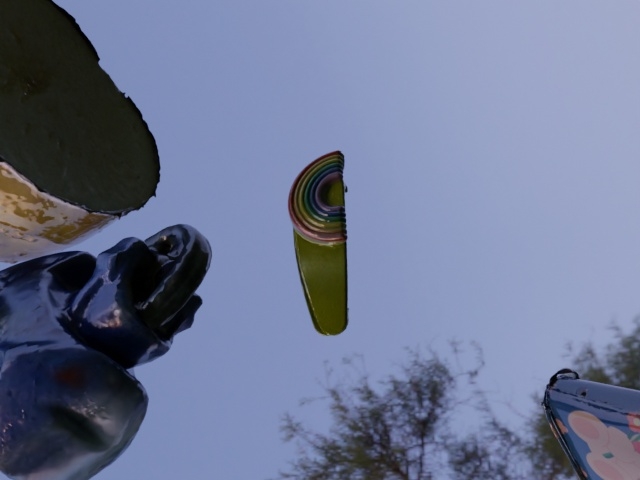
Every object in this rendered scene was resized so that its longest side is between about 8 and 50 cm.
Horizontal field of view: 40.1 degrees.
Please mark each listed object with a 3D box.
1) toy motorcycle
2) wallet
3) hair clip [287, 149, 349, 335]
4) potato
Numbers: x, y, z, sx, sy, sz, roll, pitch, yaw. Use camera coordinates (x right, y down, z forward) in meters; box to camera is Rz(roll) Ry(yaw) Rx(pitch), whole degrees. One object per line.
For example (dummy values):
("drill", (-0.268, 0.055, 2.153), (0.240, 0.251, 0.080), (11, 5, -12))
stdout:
("toy motorcycle", (-0.209, 0.120, 0.622), (0.182, 0.319, 0.241), (22, -123, -45))
("wallet", (0.297, 0.183, 0.741), (0.059, 0.202, 0.141), (-42, -65, -27))
("hair clip", (0.000, 0.000, 0.838), (0.033, 0.060, 0.188), (45, -143, -60))
("potato", (-0.336, -0.113, 0.894), (0.300, 0.196, 0.246), (55, -152, -17))
